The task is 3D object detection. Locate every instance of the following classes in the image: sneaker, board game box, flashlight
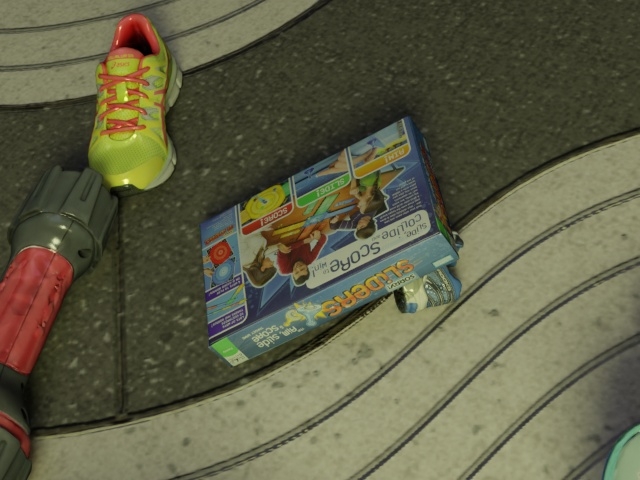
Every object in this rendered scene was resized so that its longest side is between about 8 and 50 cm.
[{"bbox_3d":[-0.179,-0.127,1.107,0.081,0.094,0.208,-7,48,5],"label":"sneaker"},{"bbox_3d":[0.000,0.000,0.940,0.201,0.035,0.136,-26,43,17],"label":"board game box"},{"bbox_3d":[0.083,0.002,0.962,0.058,0.052,0.135,-3,51,-4],"label":"sneaker"},{"bbox_3d":[-0.234,0.068,0.931,0.103,0.103,0.304,2,49,17],"label":"flashlight"}]

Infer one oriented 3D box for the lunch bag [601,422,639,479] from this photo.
[{"bbox_3d":[0.276,0.213,0.637,0.279,0.108,0.224,3,75,19],"label":"lunch bag"}]
